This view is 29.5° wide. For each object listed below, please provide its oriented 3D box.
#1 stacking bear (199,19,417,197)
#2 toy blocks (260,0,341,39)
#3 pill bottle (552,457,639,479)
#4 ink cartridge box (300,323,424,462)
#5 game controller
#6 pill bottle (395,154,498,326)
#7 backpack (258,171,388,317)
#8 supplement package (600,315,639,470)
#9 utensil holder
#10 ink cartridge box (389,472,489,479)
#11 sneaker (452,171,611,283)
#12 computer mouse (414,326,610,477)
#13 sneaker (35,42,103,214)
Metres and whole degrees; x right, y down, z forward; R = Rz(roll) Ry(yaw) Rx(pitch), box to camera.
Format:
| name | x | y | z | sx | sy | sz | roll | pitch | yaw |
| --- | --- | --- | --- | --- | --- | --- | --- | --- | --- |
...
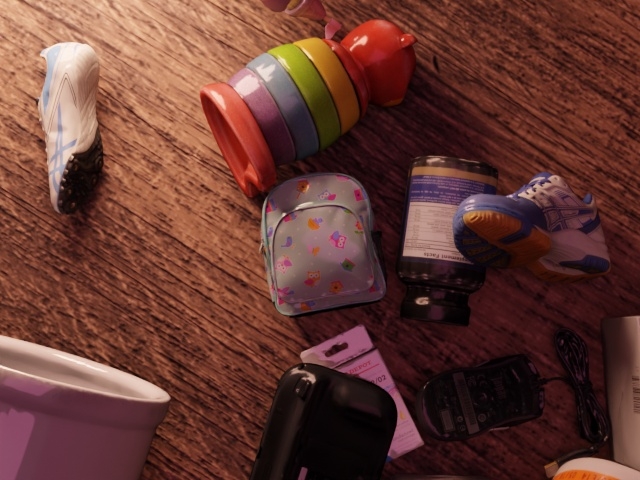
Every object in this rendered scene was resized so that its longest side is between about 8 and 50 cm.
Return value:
| name | x | y | z | sx | sy | sz | roll | pitch | yaw |
| --- | --- | --- | --- | --- | --- | --- | --- | --- | --- |
| stacking bear | 0.000 | -0.199 | 1.645 | 0.289 | 0.175 | 0.164 | -29 | 94 | -12 |
| toy blocks | -0.020 | -0.454 | 1.652 | 0.260 | 0.309 | 0.288 | 27 | 99 | -31 |
| pill bottle | 0.308 | 0.486 | 1.497 | 0.224 | 0.224 | 0.392 | 36 | 63 | 2 |
| ink cartridge box | 0.054 | 0.215 | 1.655 | 0.104 | 0.061 | 0.181 | -26 | 87 | -1 |
| game controller | -0.012 | 0.326 | 1.615 | 0.166 | 0.067 | 0.319 | 17 | 100 | 0 |
| pill bottle | 0.167 | 0.002 | 1.641 | 0.123 | 0.123 | 0.219 | 8 | 87 | 0 |
| backpack | 0.000 | 0.000 | 1.632 | 0.166 | 0.144 | 0.188 | -10 | 83 | 4 |
| supplement package | 0.525 | 0.191 | 1.593 | 0.263 | 0.198 | 0.199 | -3 | 85 | -1 |
| utensil holder | -0.399 | 0.333 | 1.514 | 0.328 | 0.327 | 0.385 | 17 | 87 | 1 |
| ink cartridge box | 0.162 | 0.415 | 1.633 | 0.140 | 0.082 | 0.190 | 1 | 87 | 0 |
| sneaker | 0.270 | -0.031 | 1.600 | 0.112 | 0.296 | 0.131 | -17 | 67 | 38 |
| computer mouse | 0.262 | 0.243 | 1.660 | 0.262 | 0.060 | 0.184 | -19 | 82 | -13 |
| sneaker | -0.351 | -0.153 | 1.676 | 0.086 | 0.085 | 0.237 | 2 | 89 | 26 |
